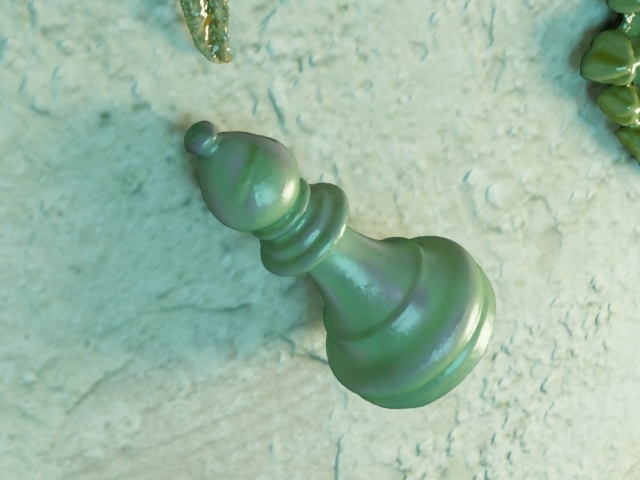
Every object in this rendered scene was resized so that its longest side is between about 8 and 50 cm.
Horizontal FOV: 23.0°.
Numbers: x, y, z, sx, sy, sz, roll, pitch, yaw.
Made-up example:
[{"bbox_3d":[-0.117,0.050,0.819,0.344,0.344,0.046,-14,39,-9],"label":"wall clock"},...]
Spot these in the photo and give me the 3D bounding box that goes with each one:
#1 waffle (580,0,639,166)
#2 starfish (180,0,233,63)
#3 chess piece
[{"bbox_3d":[0.356,-0.182,1.337,0.309,0.056,0.292,34,92,-43],"label":"waffle"},{"bbox_3d":[-0.053,-0.248,0.988,0.231,0.048,0.295,-32,131,-19],"label":"starfish"},{"bbox_3d":[0.000,0.000,1.135,0.139,0.139,0.272,-50,122,-4],"label":"chess piece"}]
